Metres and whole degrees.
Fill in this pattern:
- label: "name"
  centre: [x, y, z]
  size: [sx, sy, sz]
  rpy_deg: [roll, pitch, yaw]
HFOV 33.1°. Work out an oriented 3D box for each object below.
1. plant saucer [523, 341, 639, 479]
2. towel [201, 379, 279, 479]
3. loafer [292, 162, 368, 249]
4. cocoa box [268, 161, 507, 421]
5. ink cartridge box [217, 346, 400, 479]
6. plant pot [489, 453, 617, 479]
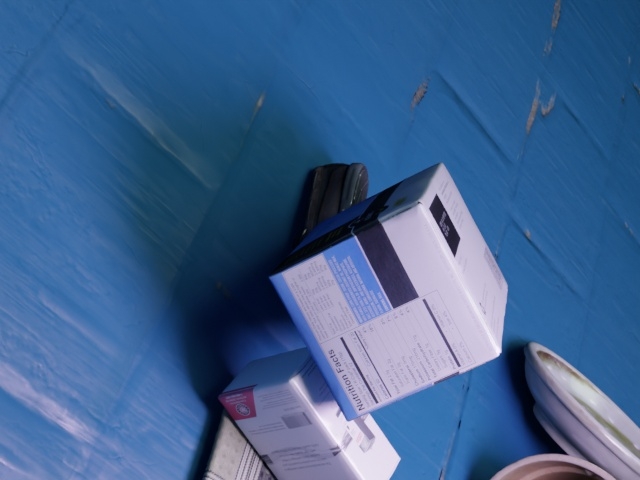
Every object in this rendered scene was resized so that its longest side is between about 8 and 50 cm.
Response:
- label: "plant saucer"
  centre: [0.529, 0.370, 2.118]
  size: [0.400, 0.100, 0.400]
  rpy_deg: [39, 12, -10]
- label: "towel"
  centre: [-0.068, 0.409, 1.566]
  size: [0.312, 0.056, 0.324]
  rpy_deg: [39, 52, -29]
- label: "loafer"
  centre: [0.000, 0.000, 1.769]
  size: [0.109, 0.095, 0.302]
  rpy_deg: [70, 33, -54]
- label: "cocoa box"
  centre: [0.108, 0.059, 1.508]
  size: [0.231, 0.228, 0.347]
  rpy_deg: [62, 15, -6]
- label: "ink cartridge box"
  centre: [-0.014, 0.265, 1.513]
  size: [0.218, 0.158, 0.092]
  rpy_deg: [58, 44, -14]
- label: "plant pot"
  centre: [0.475, 0.558, 1.944]
  size: [0.305, 0.333, 0.334]
  rpy_deg: [19, 62, -55]
